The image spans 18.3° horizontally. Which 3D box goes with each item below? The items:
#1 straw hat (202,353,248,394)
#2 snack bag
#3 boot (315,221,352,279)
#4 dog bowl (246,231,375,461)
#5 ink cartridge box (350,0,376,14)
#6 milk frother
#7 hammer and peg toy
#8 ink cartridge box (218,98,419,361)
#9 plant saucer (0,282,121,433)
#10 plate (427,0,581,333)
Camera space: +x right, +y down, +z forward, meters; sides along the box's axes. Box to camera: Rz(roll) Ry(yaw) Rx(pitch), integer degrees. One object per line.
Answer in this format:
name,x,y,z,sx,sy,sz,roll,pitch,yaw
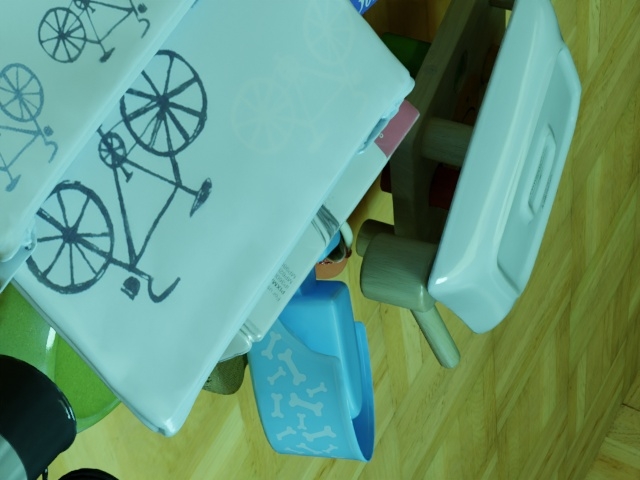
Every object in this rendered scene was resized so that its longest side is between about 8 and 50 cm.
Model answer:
straw hat,-0.081,0.086,1.531,0.144,0.061,0.144,24,90,-82
snack bag,-0.103,-0.102,1.119,0.342,0.037,0.323,53,54,-28
boot,0.000,0.000,1.684,0.059,0.084,0.158,-23,146,-4
dog bowl,-0.019,0.027,1.518,0.166,0.074,0.297,-43,125,-80
ink cartridge box,0.040,-0.248,1.599,0.207,0.046,0.097,-46,150,-46
milk frother,-0.200,0.171,1.257,0.134,0.143,0.129,-53,163,-43
hammer and peg toy,0.099,-0.063,1.788,0.266,0.127,0.361,82,28,-56
ink cartridge box,-0.057,-0.020,1.296,0.158,0.092,0.218,-23,-152,52
plant saucer,-0.153,0.041,1.406,0.241,0.037,0.241,-54,157,-36
plate,0.172,-0.062,1.718,0.278,0.045,0.277,39,67,-74
